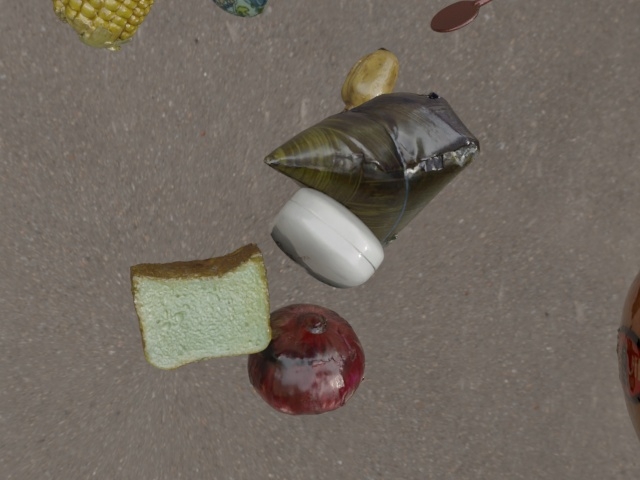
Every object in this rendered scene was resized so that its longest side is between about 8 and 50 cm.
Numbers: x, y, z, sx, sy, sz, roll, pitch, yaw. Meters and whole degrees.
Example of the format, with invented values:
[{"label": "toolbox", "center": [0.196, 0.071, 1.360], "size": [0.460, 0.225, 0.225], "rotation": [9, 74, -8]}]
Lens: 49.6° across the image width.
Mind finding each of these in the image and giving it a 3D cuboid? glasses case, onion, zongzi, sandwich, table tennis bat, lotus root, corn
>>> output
[{"label": "glasses case", "center": [0.000, 0.000, 0.515], "size": [0.074, 0.193, 0.049], "rotation": [39, 85, -4]}, {"label": "onion", "center": [-0.028, 0.233, 1.404], "size": [0.246, 0.190, 0.246], "rotation": [6, 35, -4]}, {"label": "zongzi", "center": [0.005, -0.067, 1.189], "size": [0.432, 0.403, 0.208], "rotation": [-19, 69, -39]}, {"label": "sandwich", "center": [-0.189, 0.106, 1.117], "size": [0.214, 0.065, 0.186], "rotation": [-8, 111, -13]}, {"label": "table tennis bat", "center": [0.290, -0.458, 1.373], "size": [0.154, 0.098, 0.019], "rotation": [-28, 129, 6]}, {"label": "lotus root", "center": [0.116, -0.373, 1.697], "size": [0.118, 0.125, 0.221], "rotation": [30, 76, -11]}, {"label": "corn", "center": [-0.161, -0.293, 0.627], "size": [0.091, 0.091, 0.260], "rotation": [30, 115, -20]}]

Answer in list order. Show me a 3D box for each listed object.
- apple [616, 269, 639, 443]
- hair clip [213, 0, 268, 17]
[{"label": "apple", "center": [0.426, 0.134, 0.583], "size": [0.338, 0.338, 0.305], "rotation": [1, 80, -12]}, {"label": "hair clip", "center": [-0.042, -0.253, 0.473], "size": [0.066, 0.229, 0.036], "rotation": [35, 44, 10]}]
